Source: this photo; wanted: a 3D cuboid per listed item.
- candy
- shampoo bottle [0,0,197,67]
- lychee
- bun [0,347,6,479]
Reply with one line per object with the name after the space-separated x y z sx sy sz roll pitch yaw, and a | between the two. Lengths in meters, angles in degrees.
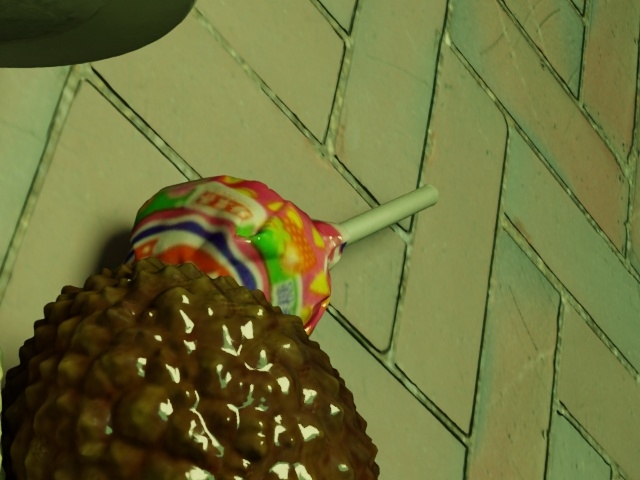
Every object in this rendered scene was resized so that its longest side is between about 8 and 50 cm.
0.000 0.000 0.998 0.365 0.124 0.124 -26 97 -61 | candy
-0.155 -0.230 0.713 0.273 0.273 0.266 23 63 -50 | shampoo bottle
-0.064 0.121 0.764 0.200 0.200 0.238 -62 152 -48 | lychee
-0.210 0.083 0.580 0.287 0.146 0.287 -2 90 -86 | bun
